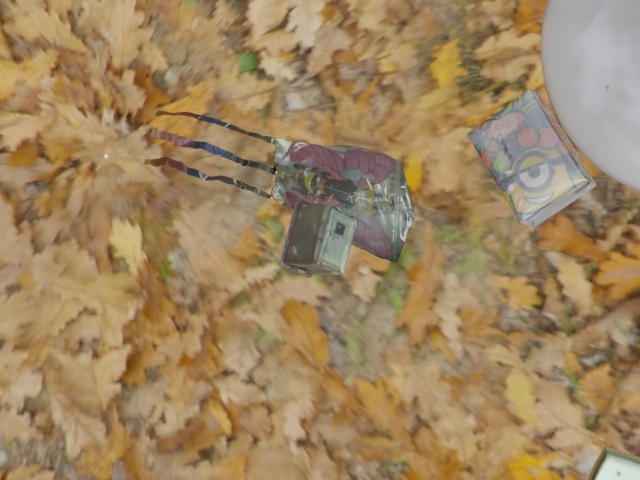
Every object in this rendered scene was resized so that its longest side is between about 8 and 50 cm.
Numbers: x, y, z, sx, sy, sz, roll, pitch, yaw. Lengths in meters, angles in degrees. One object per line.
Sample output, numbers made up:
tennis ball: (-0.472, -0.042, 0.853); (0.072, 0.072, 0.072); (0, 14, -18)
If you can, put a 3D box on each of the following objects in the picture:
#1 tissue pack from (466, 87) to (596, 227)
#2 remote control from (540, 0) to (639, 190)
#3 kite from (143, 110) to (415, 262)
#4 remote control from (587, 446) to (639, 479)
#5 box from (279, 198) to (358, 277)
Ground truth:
tissue pack: (0.274, -0.106, 1.763); (0.109, 0.060, 0.148); (-35, 73, 23)
remote control: (0.319, -0.160, 0.961); (0.332, 0.103, 0.221); (-21, 93, 3)
kite: (-0.045, -0.084, 1.747); (0.361, 0.204, 0.022); (14, 133, -11)
remote control: (0.384, 0.291, 1.392); (0.234, 0.038, 0.098); (17, 97, 4)
box: (0.000, 0.000, 1.609); (0.060, 0.063, 0.084); (27, 75, -45)
